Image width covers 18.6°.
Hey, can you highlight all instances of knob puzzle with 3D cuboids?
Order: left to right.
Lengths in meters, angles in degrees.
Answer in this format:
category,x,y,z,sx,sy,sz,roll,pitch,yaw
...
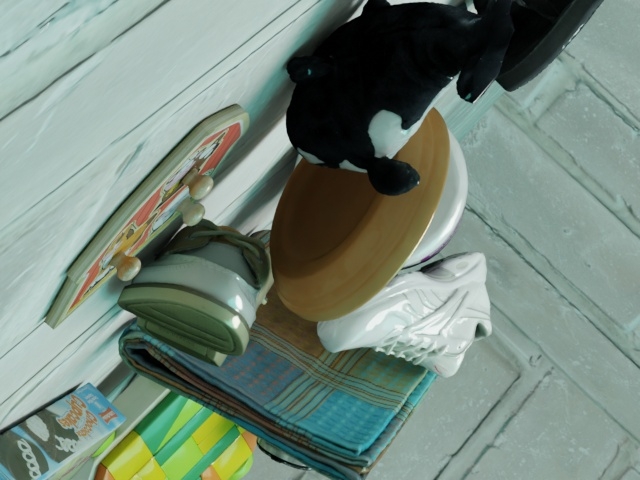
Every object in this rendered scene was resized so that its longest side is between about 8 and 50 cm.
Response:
category,x,y,z,sx,sy,sz,roll,pitch,yaw
knob puzzle,-0.106,-0.024,1.374,0.213,0.030,0.213,-46,176,-4

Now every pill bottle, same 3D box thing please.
category,x,y,z,sx,sy,sz,roll,pitch,yaw
pill bottle,0.065,-0.052,1.978,0.169,0.169,0.301,-47,177,1

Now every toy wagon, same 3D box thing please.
category,x,y,z,sx,sy,sz,roll,pitch,yaw
toy wagon,-0.198,0.256,2.147,0.344,0.068,0.267,-46,146,-15

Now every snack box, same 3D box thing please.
category,x,y,z,sx,sy,sz,roll,pitch,yaw
snack box,-0.299,0.240,1.794,0.187,0.060,0.322,-47,177,11

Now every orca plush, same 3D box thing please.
category,x,y,z,sx,sy,sz,roll,pitch,yaw
orca plush,0.028,-0.106,1.415,0.102,0.151,0.287,-1,-176,-25

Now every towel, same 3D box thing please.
category,x,y,z,sx,sy,sz,roll,pitch,yaw
towel,-0.019,0.101,1.965,0.040,0.271,0.370,-67,169,25

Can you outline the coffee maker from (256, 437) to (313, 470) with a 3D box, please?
category,x,y,z,sx,sy,sz,roll,pitch,yaw
coffee maker,0.016,0.151,2.164,0.171,0.120,0.178,-6,121,-38

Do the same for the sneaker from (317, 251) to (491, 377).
category,x,y,z,sx,sy,sz,roll,pitch,yaw
sneaker,0.098,0.086,1.943,0.232,0.115,0.090,-17,176,-40

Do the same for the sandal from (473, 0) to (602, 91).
category,x,y,z,sx,sy,sz,roll,pitch,yaw
sandal,0.223,-0.271,2.119,0.167,0.107,0.446,-49,-171,15

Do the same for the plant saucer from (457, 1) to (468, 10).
category,x,y,z,sx,sy,sz,roll,pitch,yaw
plant saucer,0.100,-0.193,2.041,0.067,0.018,0.192,-50,174,39

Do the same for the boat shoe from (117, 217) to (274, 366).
category,x,y,z,sx,sy,sz,roll,pitch,yaw
boat shoe,-0.097,0.034,1.616,0.103,0.113,0.302,-65,-176,-9

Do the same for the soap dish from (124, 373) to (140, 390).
category,x,y,z,sx,sy,sz,roll,pitch,yaw
soap dish,-0.135,0.162,2.409,0.229,0.118,0.291,-44,175,-36

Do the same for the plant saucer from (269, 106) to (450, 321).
category,x,y,z,sx,sy,sz,roll,pitch,yaw
plant saucer,0.023,-0.031,1.553,0.200,0.037,0.200,-37,-144,33
